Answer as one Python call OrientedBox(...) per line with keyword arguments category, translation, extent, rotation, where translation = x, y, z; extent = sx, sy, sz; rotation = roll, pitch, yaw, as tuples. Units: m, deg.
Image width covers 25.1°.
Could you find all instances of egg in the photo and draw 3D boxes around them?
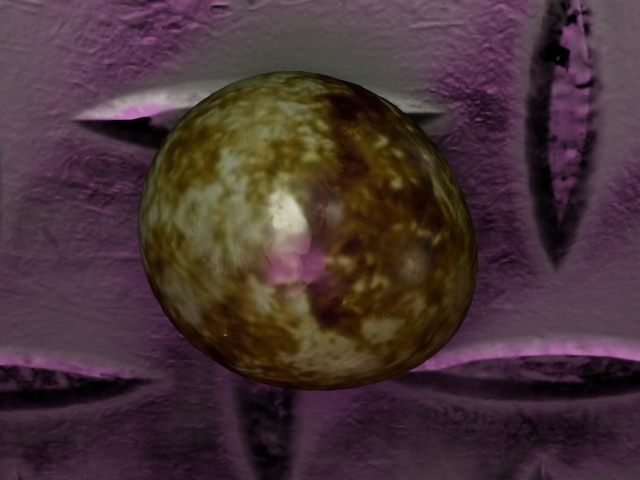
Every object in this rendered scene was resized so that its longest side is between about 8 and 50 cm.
OrientedBox(category="egg", translation=(0.000, 0.000, 1.097), extent=(0.289, 0.238, 0.238), rotation=(26, 117, -30))
